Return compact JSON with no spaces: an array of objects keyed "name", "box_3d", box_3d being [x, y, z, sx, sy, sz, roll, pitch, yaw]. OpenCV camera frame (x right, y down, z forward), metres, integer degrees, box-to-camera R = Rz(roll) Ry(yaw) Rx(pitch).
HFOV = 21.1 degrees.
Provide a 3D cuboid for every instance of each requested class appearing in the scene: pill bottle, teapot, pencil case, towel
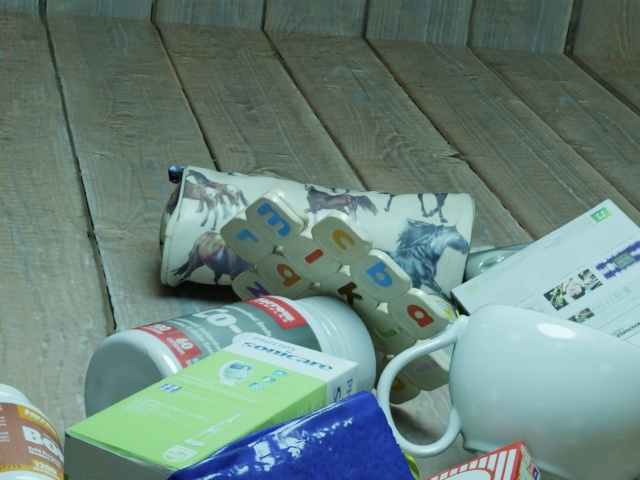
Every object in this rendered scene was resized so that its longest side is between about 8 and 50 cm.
[{"name":"pill bottle","box_3d":[0.139,0.109,2.093,0.065,0.065,0.116,6,20,-4]},{"name":"pill bottle","box_3d":[-0.086,0.145,1.769,0.161,0.161,0.283,25,26,39]},{"name":"pill bottle","box_3d":[-0.289,0.216,1.559,0.121,0.121,0.216,1,22,-18]},{"name":"teapot","box_3d":[0.227,0.183,1.733,0.256,0.187,0.252,13,-11,43]},{"name":"pencil case","box_3d":[0.000,0.000,2.198,0.410,0.159,0.183,6,8,-6]},{"name":"towel","box_3d":[0.018,0.286,1.322,0.228,0.308,0.076,-17,-13,-44]}]

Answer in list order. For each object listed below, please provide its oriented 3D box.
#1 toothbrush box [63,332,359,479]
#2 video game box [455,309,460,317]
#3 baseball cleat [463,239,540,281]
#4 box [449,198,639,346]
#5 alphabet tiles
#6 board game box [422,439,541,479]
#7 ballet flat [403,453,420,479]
[{"name":"toothbrush box","box_3d":[-0.091,0.225,1.482,0.122,0.206,0.283,15,22,29]},{"name":"video game box","box_3d":[0.292,0.083,2.106,0.205,0.048,0.187,-35,37,-12]},{"name":"baseball cleat","box_3d":[0.267,0.024,2.369,0.206,0.072,0.109,-2,16,-36]},{"name":"box","box_3d":[0.318,0.100,1.982,0.232,0.058,0.322,-30,35,-4]},{"name":"alphabet tiles","box_3d":[0.018,0.064,1.872,0.284,0.278,0.021,45,59,-6]},{"name":"board game box","box_3d":[0.122,0.267,1.582,0.147,0.045,0.193,-26,11,18]},{"name":"ballet flat","box_3d":[0.001,0.238,1.692,0.231,0.077,0.077,-2,40,-33]}]
